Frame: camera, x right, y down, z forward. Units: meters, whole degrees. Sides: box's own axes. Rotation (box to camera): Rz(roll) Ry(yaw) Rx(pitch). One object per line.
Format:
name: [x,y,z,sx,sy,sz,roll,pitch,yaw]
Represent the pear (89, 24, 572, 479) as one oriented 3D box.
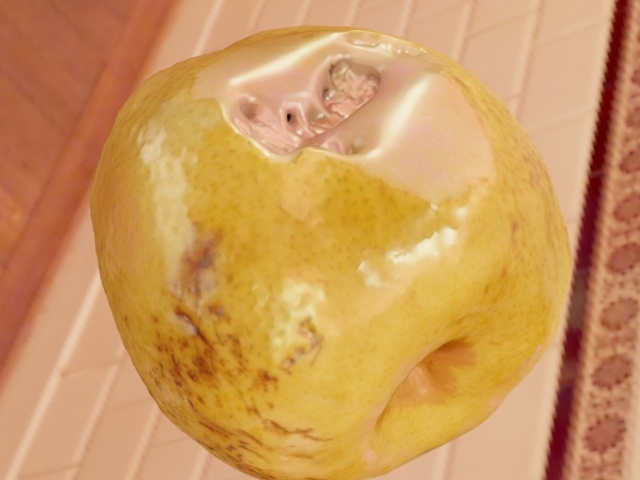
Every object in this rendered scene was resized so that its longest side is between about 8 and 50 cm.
pear: [0.000,0.000,0.842,0.271,0.271,0.271,29,52,-46]
